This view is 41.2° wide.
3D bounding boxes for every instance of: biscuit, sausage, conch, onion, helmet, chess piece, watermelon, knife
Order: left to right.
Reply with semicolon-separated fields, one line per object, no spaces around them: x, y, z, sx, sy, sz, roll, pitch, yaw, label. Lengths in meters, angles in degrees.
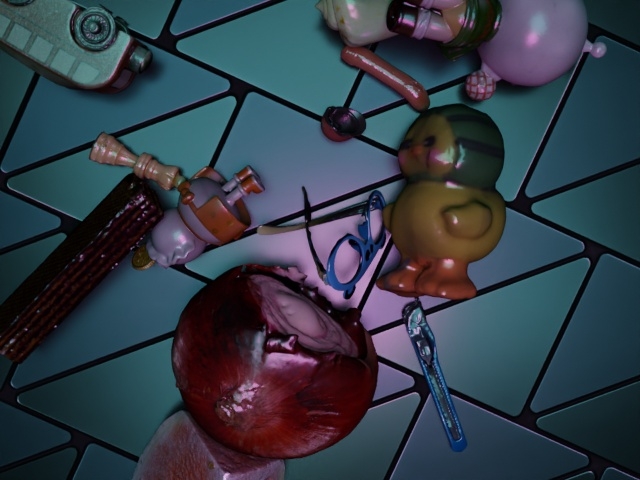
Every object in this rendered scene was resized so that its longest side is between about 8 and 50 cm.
-0.424;0.046;1.479;0.388;0.107;0.073;-45;122;6;biscuit
-0.321;-0.135;1.517;0.172;0.060;0.060;24;92;-5;chess piece
-0.205;0.433;1.464;0.262;0.201;0.212;26;103;4;watermelon
-0.087;0.205;1.418;0.341;0.341;0.341;0;92;0;onion
0.035;-0.202;1.519;0.084;0.049;0.065;6;58;-26;helmet
0.110;-0.429;1.477;0.251;0.143;0.137;-26;134;-12;conch
0.120;-0.294;1.520;0.186;0.043;0.043;33;92;-1;sausage
0.210;0.245;1.549;0.044;0.026;0.296;-21;92;-11;knife

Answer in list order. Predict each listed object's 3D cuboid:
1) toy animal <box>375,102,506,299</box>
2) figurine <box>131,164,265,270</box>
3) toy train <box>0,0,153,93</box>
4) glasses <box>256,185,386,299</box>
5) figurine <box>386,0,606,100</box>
0.221;-0.063;1.460;0.191;0.216;0.338;9;87;-34;toy animal
-0.220;-0.037;1.483;0.271;0.143;0.143;-24;92;-1;figurine
-0.452;-0.362;1.473;0.326;0.129;0.159;30;97;-2;toy train
0.010;-0.025;1.464;0.207;0.239;0.102;28;135;4;glasses
0.295;-0.365;1.424;0.370;0.167;0.281;8;114;-19;figurine
